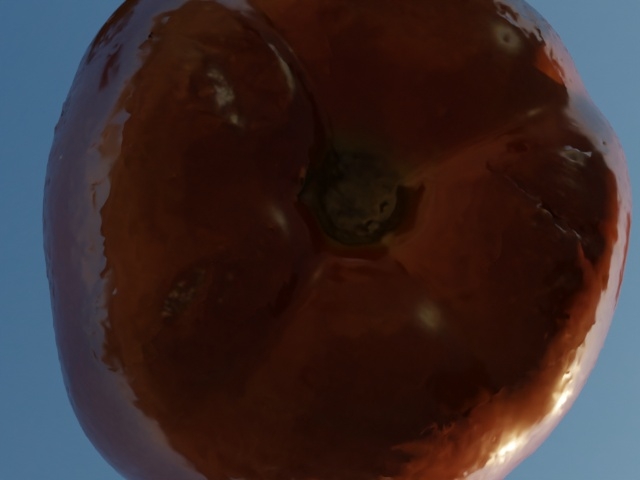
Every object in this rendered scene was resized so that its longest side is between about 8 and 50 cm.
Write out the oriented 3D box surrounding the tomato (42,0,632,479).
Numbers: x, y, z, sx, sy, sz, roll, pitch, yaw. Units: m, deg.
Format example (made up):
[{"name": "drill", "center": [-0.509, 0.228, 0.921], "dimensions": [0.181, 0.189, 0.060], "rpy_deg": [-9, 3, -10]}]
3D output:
[{"name": "tomato", "center": [0.004, 0.000, 0.562], "dimensions": [0.260, 0.180, 0.260], "rpy_deg": [2, -104, -10]}]
